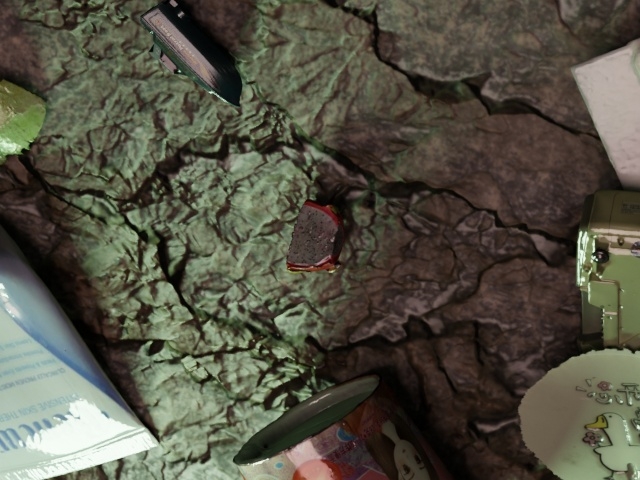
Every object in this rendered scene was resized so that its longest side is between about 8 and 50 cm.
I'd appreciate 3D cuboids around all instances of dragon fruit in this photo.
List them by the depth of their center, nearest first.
[{"bbox_3d":[0.000,0.000,1.845,0.056,0.060,0.083,12,87,14],"label":"dragon fruit"}]

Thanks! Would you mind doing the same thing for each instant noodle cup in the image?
[{"bbox_3d":[0.044,0.292,1.878,0.243,0.243,0.231,-27,98,26],"label":"instant noodle cup"}]

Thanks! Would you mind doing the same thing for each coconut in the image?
[{"bbox_3d":[-0.389,-0.140,1.906,0.158,0.055,0.133,7,114,16],"label":"coconut"}]

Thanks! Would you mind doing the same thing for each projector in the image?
[{"bbox_3d":[0.357,0.072,1.710,0.193,0.088,0.269,5,137,15],"label":"projector"}]

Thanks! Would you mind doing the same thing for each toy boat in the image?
[{"bbox_3d":[-0.133,-0.195,1.800,0.060,0.055,0.141,-41,98,21],"label":"toy boat"}]

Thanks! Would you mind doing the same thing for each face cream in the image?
[{"bbox_3d":[-0.391,0.117,2.011,0.235,0.137,0.420,-19,119,22],"label":"face cream"}]

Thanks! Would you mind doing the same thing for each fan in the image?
[{"bbox_3d":[0.340,0.263,1.831,0.233,0.012,0.414,2,131,20],"label":"fan"}]

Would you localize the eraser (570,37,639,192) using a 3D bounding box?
[{"bbox_3d":[0.464,-0.155,1.617,0.397,0.082,0.213,-19,106,24],"label":"eraser"}]
